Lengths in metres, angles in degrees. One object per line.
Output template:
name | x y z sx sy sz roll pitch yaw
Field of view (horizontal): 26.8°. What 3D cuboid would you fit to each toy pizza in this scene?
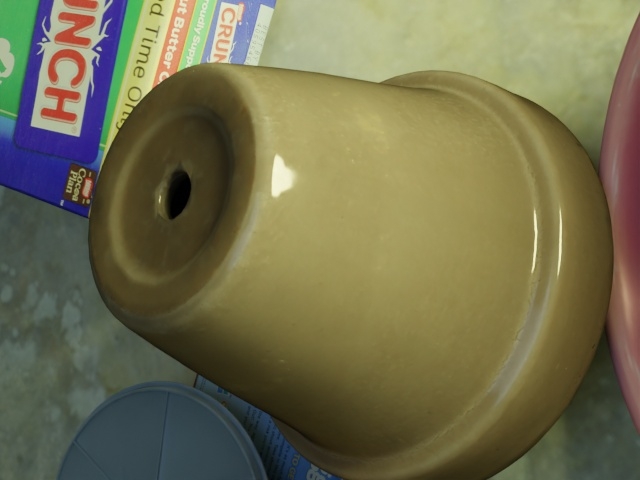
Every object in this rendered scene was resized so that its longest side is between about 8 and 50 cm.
toy pizza | -0.110 0.200 0.943 0.201 0.032 0.201 -5 81 33

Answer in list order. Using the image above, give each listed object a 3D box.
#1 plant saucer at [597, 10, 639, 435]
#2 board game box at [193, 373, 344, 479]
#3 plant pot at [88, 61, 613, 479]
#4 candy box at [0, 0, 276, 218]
plant saucer | 0.248 -0.011 0.655 0.332 0.084 0.332 180 90 -73
board game box | -0.062 0.238 0.943 0.145 0.027 0.281 20 96 34
plant pot | 0.000 0.000 0.776 0.263 0.229 0.263 -19 62 40
candy box | -0.199 -0.169 1.017 0.317 0.122 0.268 19 95 32
